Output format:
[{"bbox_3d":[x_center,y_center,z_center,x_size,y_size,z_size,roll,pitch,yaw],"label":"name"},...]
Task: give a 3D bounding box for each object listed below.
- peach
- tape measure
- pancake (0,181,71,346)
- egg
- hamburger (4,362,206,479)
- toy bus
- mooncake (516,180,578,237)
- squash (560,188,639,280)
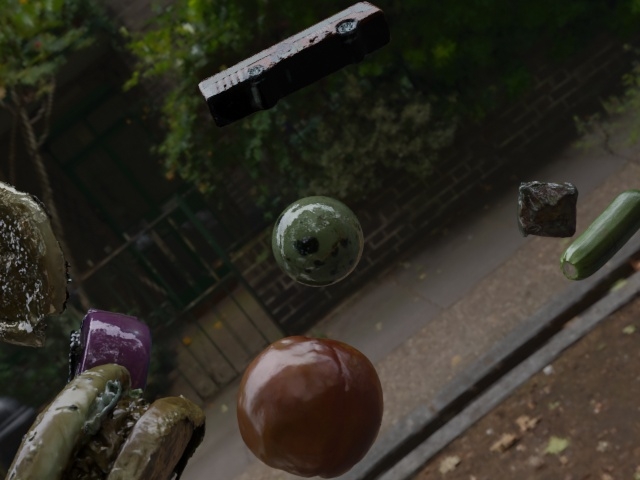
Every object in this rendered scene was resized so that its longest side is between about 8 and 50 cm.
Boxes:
[{"bbox_3d":[-0.024,0.373,2.169,0.343,0.342,0.302,-117,40,-82],"label":"peach"},{"bbox_3d":[-0.405,0.254,1.729,0.231,0.149,0.245,-128,54,-69],"label":"tape measure"},{"bbox_3d":[-0.665,0.052,1.963,0.382,0.382,0.071,-32,-4,36],"label":"pancake"},{"bbox_3d":[0.000,0.000,1.833,0.177,0.177,0.228,-36,-7,16],"label":"egg"},{"bbox_3d":[-0.298,0.322,1.322,0.318,0.195,0.277,93,-161,-66],"label":"hamburger"},{"bbox_3d":[-0.051,-0.362,1.914,0.408,0.093,0.092,-27,43,-7],"label":"toy bus"},{"bbox_3d":[0.491,-0.066,2.024,0.129,0.125,0.073,-2,28,6],"label":"mooncake"},{"bbox_3d":[0.463,-0.010,1.512,0.229,0.066,0.066,-37,6,-31],"label":"squash"}]
